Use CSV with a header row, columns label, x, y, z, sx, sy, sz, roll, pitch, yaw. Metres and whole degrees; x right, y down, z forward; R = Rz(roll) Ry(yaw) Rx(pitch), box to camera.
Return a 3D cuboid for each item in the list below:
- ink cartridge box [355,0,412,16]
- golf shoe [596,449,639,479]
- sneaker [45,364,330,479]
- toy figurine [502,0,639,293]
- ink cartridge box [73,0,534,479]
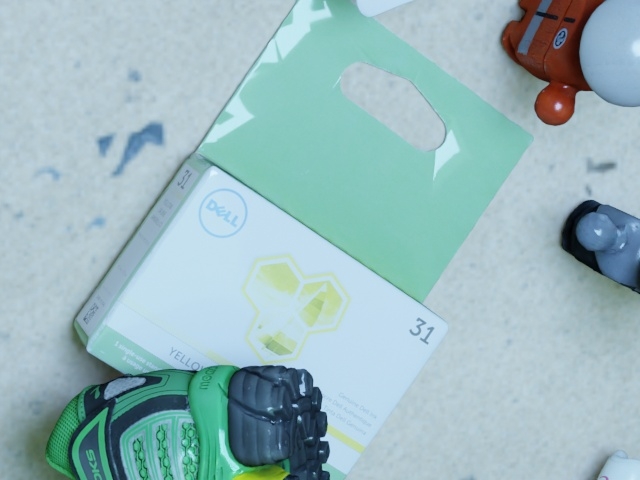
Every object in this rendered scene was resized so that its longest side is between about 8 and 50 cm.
label,x,y,z,sx,sy,sz,roll,pitch,yaw
ink cartridge box,0.085,-0.206,1.051,0.198,0.067,0.115,-23,108,-13
golf shoe,0.275,0.206,1.188,0.272,0.105,0.120,11,92,-20
sneaker,-0.070,0.214,1.076,0.146,0.134,0.344,4,116,13
toy figurine,0.225,-0.070,1.079,0.213,0.148,0.210,-20,107,-14
ink cartridge box,0.000,0.000,1.080,0.171,0.056,0.235,34,93,-21
